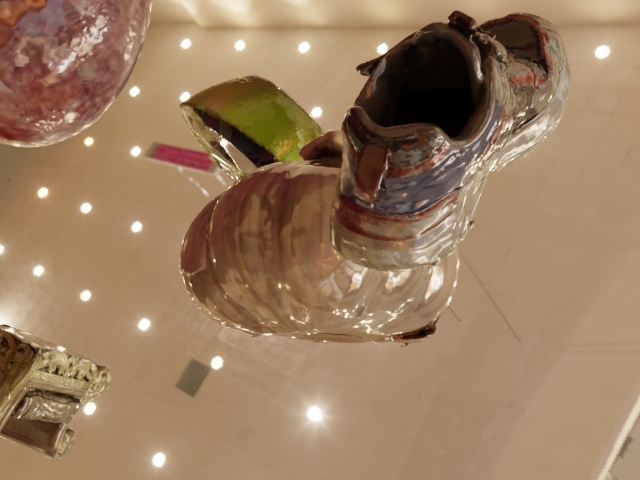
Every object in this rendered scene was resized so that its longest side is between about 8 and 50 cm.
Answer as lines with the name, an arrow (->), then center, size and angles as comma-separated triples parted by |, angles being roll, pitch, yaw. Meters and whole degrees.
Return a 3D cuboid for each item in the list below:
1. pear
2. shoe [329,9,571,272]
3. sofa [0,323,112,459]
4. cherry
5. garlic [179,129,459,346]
pear -> -0.090, -0.183, 1.364 | 0.165, 0.399, 0.399 | -48, -136, -8
shoe -> 0.075, -0.093, 0.410 | 0.099, 0.125, 0.227 | 20, -122, 33
sofa -> -0.386, 0.181, 0.750 | 0.200, 0.258, 0.182 | 19, -105, 7
cherry -> -0.265, -0.215, 0.603 | 0.230, 0.203, 0.300 | 36, -100, 26
garlic -> -0.003, 0.016, 0.795 | 0.322, 0.322, 0.241 | -23, -129, 19
